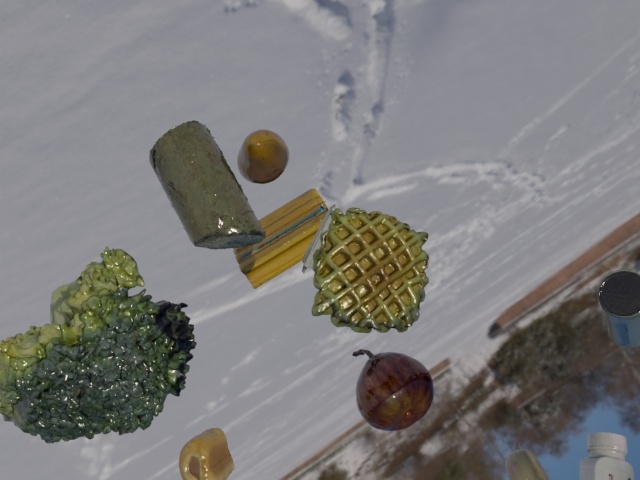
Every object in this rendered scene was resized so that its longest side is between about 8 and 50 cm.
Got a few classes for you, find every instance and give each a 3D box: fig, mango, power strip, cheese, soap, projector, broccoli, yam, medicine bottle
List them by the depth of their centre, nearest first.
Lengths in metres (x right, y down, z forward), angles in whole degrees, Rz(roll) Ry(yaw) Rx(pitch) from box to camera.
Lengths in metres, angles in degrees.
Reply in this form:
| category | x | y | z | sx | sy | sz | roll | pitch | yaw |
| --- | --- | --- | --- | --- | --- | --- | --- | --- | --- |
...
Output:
| category | x | y | z | sx | sy | sz | roll | pitch | yaw |
| --- | --- | --- | --- | --- | --- | --- | --- | --- | --- |
| broccoli | -0.391 | 0.187 | 1.303 | 0.348 | 0.281 | 0.293 | -31 | 140 | 0 |
| fig | 0.143 | 0.276 | 1.462 | 0.202 | 0.149 | 0.148 | -78 | -170 | -47 |
| projector | 0.688 | 0.161 | 1.695 | 0.108 | 0.108 | 0.337 | -36 | 151 | 9 |
| yam | -0.260 | -0.107 | 1.717 | 0.168 | 0.304 | 0.168 | -28 | 173 | -4 |
| power strip | 0.000 | 0.000 | 1.761 | 0.047 | 0.030 | 0.191 | -92 | -153 | -64 |
| cheese | 0.510 | 0.570 | 1.839 | 0.082 | 0.163 | 0.286 | -30 | -178 | 10 |
| mango | -0.147 | -0.210 | 1.895 | 0.138 | 0.113 | 0.253 | -34 | 172 | 0 |
| medicine bottle | 0.781 | 0.681 | 2.056 | 0.161 | 0.296 | 0.111 | 24 | 149 | -24 |
| soap | -0.105 | -0.010 | 2.284 | 0.325 | 0.204 | 0.096 | -31 | 124 | 2 |

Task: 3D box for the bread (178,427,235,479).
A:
| category | x | y | z | sx | sy | sz | roll | pitch | yaw |
| --- | --- | --- | --- | --- | --- | --- | --- | --- | --- |
| bread | -0.274 | 0.524 | 1.787 | 0.085 | 0.134 | 0.173 | -18 | 172 | 12 |

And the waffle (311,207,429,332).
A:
| category | x | y | z | sx | sy | sz | roll | pitch | yaw |
| --- | --- | --- | --- | --- | --- | --- | --- | --- | --- |
| waffle | 0.085 | 0.051 | 1.227 | 0.214 | 0.207 | 0.054 | 17 | 157 | -22 |
